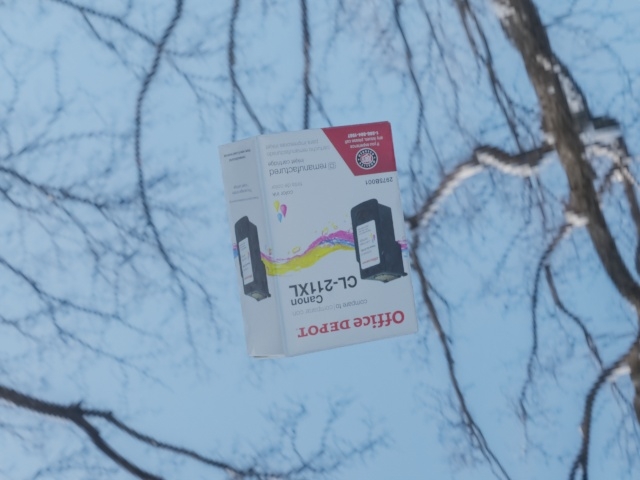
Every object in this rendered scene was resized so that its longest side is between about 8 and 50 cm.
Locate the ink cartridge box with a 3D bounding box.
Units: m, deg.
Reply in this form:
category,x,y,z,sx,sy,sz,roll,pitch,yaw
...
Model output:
category,x,y,z,sx,sy,sz,roll,pitch,yaw
ink cartridge box,0.000,0.000,1.235,0.127,0.072,0.175,-9,-89,-29
